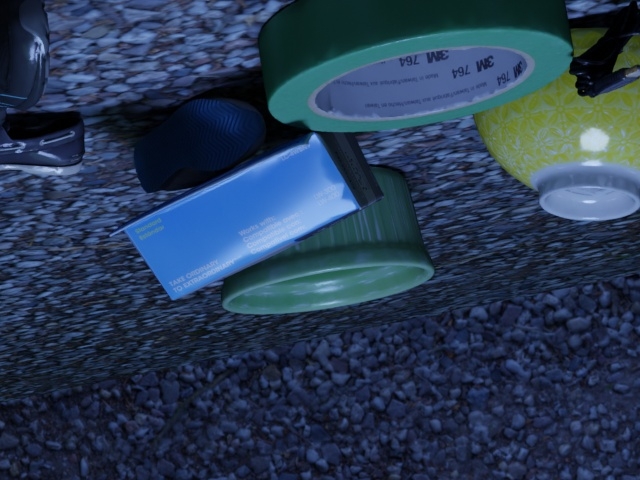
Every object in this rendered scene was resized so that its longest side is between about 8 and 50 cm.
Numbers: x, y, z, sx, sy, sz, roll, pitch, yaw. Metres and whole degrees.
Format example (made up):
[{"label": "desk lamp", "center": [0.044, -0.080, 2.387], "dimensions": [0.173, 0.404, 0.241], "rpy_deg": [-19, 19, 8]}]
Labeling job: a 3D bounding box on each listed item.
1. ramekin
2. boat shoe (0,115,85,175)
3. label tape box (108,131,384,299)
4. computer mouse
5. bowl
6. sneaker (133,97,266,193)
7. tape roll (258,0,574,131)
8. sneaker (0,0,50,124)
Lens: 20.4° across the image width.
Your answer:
[{"label": "ramekin", "center": [0.000, 0.000, 2.511], "dimensions": [0.303, 0.148, 0.303], "rpy_deg": [-9, 169, -2]}, {"label": "boat shoe", "center": [-0.358, -0.116, 1.965], "dimensions": [0.206, 0.075, 0.065], "rpy_deg": [3, 121, -25]}, {"label": "label tape box", "center": [-0.076, -0.031, 2.075], "dimensions": [0.249, 0.115, 0.348], "rpy_deg": [-26, -178, 10]}, {"label": "computer mouse", "center": [0.357, -0.230, 1.768], "dimensions": [0.262, 0.060, 0.184], "rpy_deg": [-16, -156, 47]}, {"label": "bowl", "center": [0.310, -0.113, 2.041], "dimensions": [0.290, 0.156, 0.289], "rpy_deg": [3, 162, 1]}, {"label": "sneaker", "center": [-0.126, -0.116, 2.060], "dimensions": [0.092, 0.087, 0.229], "rpy_deg": [-13, 178, -37]}, {"label": "tape roll", "center": [0.098, -0.195, 1.844], "dimensions": [0.321, 0.077, 0.321], "rpy_deg": [-8, 169, -2]}, {"label": "sneaker", "center": [-0.323, -0.158, 1.642], "dimensions": [0.106, 0.101, 0.267], "rpy_deg": [0, 165, -27]}]
